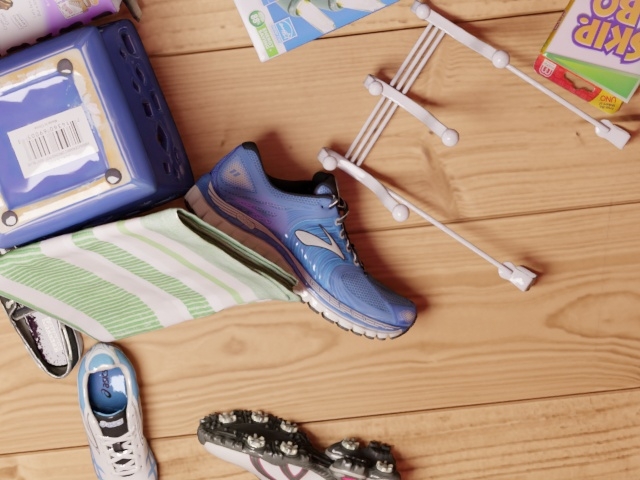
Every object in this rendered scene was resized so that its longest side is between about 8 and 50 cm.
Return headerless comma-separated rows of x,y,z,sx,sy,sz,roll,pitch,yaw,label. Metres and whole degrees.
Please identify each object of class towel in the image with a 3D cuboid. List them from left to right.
-0.217,0.048,1.721,0.324,0.248,0.038,-12,61,33,towel

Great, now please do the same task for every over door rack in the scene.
0.192,-0.110,1.787,0.324,0.108,0.240,31,102,-7,over door rack

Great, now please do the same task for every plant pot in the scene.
-0.304,-0.122,1.722,0.236,0.212,0.236,-20,95,5,plant pot

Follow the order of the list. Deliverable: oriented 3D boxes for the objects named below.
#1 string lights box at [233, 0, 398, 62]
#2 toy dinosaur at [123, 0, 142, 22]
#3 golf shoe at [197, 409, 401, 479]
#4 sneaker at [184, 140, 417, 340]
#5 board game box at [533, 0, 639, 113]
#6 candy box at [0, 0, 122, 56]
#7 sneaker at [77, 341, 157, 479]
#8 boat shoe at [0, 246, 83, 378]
0.022,-0.327,1.751,0.259,0.077,0.133,-24,100,6,string lights box
-0.317,-0.372,1.754,0.268,0.064,0.118,24,117,-6,toy dinosaur
-0.036,0.303,1.891,0.272,0.105,0.120,17,110,-3,golf shoe
0.000,0.000,1.800,0.330,0.130,0.147,37,92,-19,sneaker
0.374,-0.289,1.781,0.124,0.039,0.259,28,105,-5,board game box
-0.353,-0.318,1.718,0.196,0.070,0.165,-17,121,17,candy box
-0.264,0.249,1.887,0.085,0.086,0.237,-11,104,1,sneaker
-0.364,0.072,1.853,0.077,0.070,0.219,-26,102,6,boat shoe
